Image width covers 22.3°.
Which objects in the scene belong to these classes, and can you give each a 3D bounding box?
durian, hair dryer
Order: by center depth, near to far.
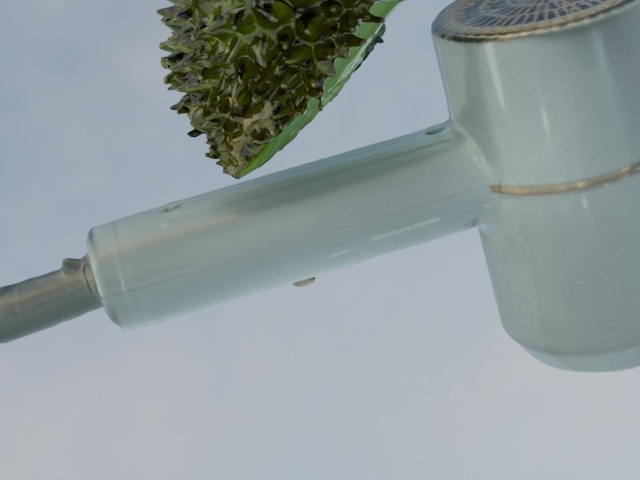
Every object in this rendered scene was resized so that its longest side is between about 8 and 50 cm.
[{"bbox_3d":[0.000,-0.144,0.698,0.221,0.137,0.095,-43,-27,1],"label":"durian"},{"bbox_3d":[0.000,0.000,0.750,0.357,0.107,0.173,-16,-71,-2],"label":"hair dryer"}]
